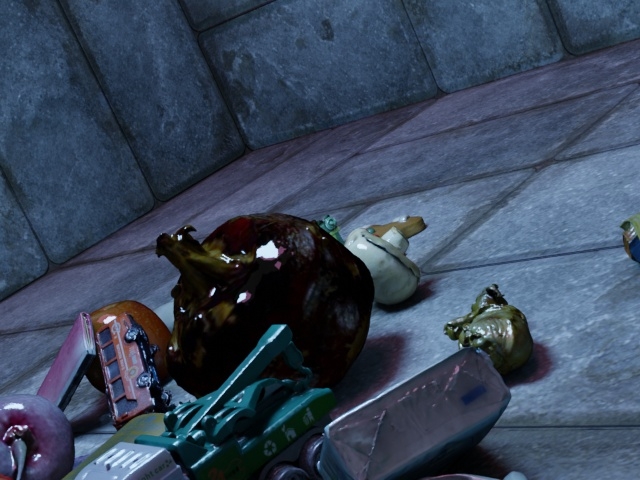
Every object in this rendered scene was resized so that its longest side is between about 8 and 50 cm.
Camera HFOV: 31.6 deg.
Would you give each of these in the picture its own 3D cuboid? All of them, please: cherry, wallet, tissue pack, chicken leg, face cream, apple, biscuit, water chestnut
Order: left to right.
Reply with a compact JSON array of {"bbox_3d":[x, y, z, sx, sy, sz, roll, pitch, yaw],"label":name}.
[{"bbox_3d":[-0.469,0.333,1.682,0.266,0.183,0.213,-32,5,43],"label":"cherry"},{"bbox_3d":[-0.455,0.245,1.987,0.232,0.025,0.119,-57,33,24],"label":"wallet"},{"bbox_3d":[-0.316,0.347,1.614,0.139,0.067,0.285,-15,15,38],"label":"face cream"},{"bbox_3d":[-0.357,0.196,2.073,0.181,0.168,0.181,-25,7,3],"label":"apple"},{"bbox_3d":[-0.111,0.093,1.670,0.335,0.347,0.335,-34,43,38],"label":"water chestnut"},{"bbox_3d":[0.074,0.029,2.221,0.216,0.047,0.340,-16,15,38],"label":"biscuit"},{"bbox_3d":[0.091,0.206,1.185,0.177,0.089,0.263,-28,-14,-11],"label":"tissue pack"},{"bbox_3d":[0.223,0.118,1.508,0.103,0.088,0.227,-36,15,8],"label":"chicken leg"}]

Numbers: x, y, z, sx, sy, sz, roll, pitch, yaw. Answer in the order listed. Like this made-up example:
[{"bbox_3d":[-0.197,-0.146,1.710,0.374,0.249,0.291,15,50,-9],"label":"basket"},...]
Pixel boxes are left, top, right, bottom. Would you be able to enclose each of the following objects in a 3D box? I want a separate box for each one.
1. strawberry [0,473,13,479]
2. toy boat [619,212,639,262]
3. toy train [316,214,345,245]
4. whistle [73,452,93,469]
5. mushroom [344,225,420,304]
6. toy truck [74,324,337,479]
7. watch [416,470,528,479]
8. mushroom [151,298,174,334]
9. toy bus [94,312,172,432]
[{"bbox_3d":[-0.354,0.356,1.158,0.250,0.288,0.238,-24,8,-21],"label":"strawberry"},{"bbox_3d":[0.462,-0.003,1.615,0.066,0.065,0.172,-42,7,12],"label":"toy boat"},{"bbox_3d":[0.000,0.000,2.387,0.122,0.081,0.050,-34,7,-38],"label":"toy train"},{"bbox_3d":[-0.427,0.374,1.787,0.177,0.033,0.033,-22,13,13],"label":"whistle"},{"bbox_3d":[0.104,0.035,1.907,0.122,0.154,0.154,-52,16,-4],"label":"mushroom"},{"bbox_3d":[-0.128,0.268,1.360,0.363,0.178,0.177,-37,18,-35],"label":"toy truck"},{"bbox_3d":[0.089,0.297,0.961,0.241,0.161,0.253,-9,18,10],"label":"watch"},{"bbox_3d":[-0.302,0.165,2.268,0.351,0.097,0.109,-22,10,27],"label":"mushroom"},{"bbox_3d":[-0.311,0.224,1.879,0.096,0.073,0.234,-32,44,9],"label":"toy bus"}]
